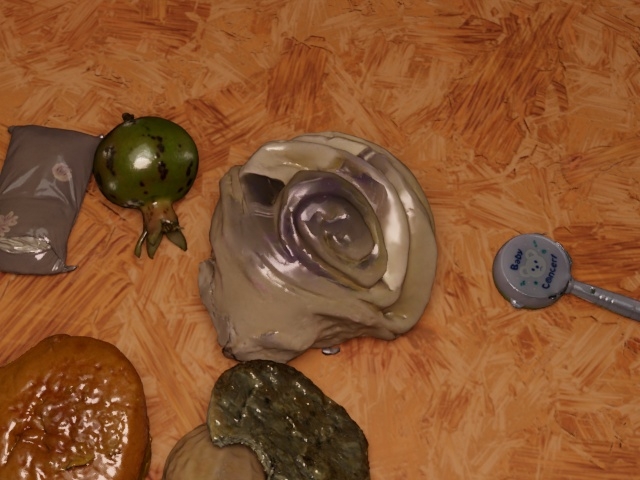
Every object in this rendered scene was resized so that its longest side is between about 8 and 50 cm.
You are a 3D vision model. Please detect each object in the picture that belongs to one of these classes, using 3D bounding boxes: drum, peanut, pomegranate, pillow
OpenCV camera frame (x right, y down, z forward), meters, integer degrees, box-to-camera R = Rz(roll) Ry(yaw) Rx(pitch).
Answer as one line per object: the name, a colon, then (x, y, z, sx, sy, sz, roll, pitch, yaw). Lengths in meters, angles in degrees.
drum: (0.374, 0.085, 1.404, 0.253, 0.049, 0.130, 35, 67, 12)
peanut: (-0.139, 0.361, 1.179, 0.143, 0.159, 0.291, -3, 64, 18)
pomegranate: (-0.259, -0.082, 1.397, 0.156, 0.156, 0.220, -2, 96, -5)
pillow: (-0.429, -0.069, 1.410, 0.169, 0.059, 0.255, 7, 65, 2)

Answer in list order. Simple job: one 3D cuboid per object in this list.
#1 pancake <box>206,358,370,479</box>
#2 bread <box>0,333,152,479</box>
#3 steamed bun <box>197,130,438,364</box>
pancake: (-0.036, 0.259, 1.224, 0.253, 0.037, 0.254, 29, 31, -20)
bread: (-0.342, 0.260, 1.218, 0.268, 0.146, 0.268, 0, 63, 0)
steamed bun: (0.000, 0.000, 1.311, 0.346, 0.237, 0.394, 31, 66, 9)
